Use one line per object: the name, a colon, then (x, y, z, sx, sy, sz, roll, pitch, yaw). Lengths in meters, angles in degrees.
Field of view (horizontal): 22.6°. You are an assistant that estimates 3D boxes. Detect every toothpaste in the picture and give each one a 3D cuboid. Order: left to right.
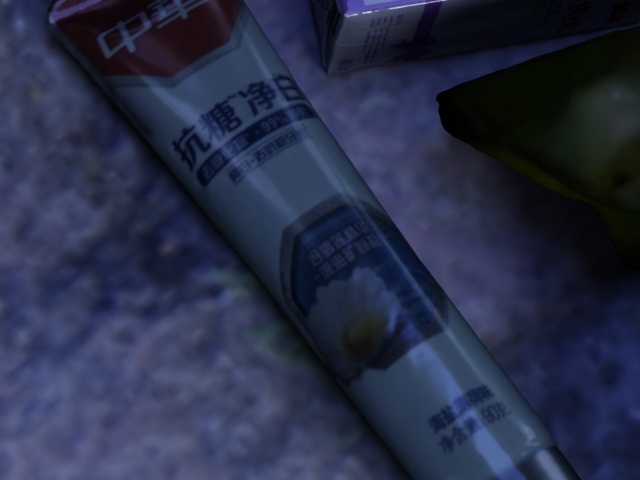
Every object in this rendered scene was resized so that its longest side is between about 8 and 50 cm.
toothpaste: (0.000, 0.000, 0.492, 0.062, 0.039, 0.239, -33, 71, -11)

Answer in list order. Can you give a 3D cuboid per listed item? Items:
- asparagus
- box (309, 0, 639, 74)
asparagus: (0.205, -0.063, 0.466, 0.343, 0.082, 0.085, -16, 82, 11)
box: (0.056, -0.088, 0.528, 0.117, 0.050, 0.036, -11, 75, -12)
